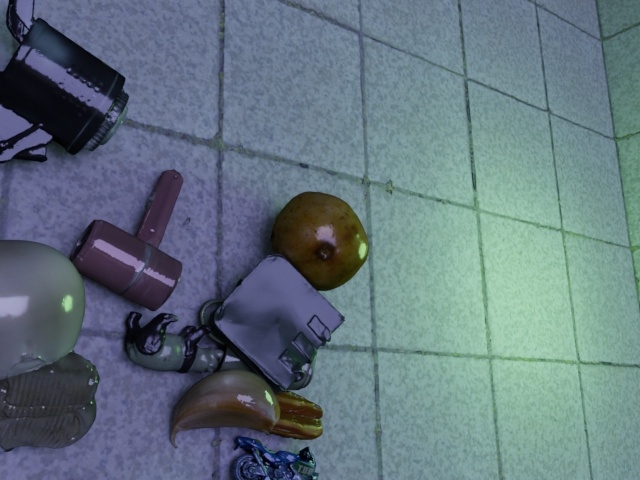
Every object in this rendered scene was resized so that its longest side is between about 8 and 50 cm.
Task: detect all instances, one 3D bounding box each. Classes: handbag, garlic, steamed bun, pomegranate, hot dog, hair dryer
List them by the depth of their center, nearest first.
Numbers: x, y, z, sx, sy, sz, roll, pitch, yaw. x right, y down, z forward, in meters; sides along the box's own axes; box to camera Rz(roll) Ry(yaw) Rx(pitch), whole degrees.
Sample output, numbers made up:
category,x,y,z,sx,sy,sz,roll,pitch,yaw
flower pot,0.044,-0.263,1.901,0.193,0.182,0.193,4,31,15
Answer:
category,x,y,z,sx,sy,sz,roll,pitch,yaw
steamed bun,-0.579,0.106,1.201,0.324,0.324,0.207,-15,108,-40
steamed bun,-0.537,0.283,1.304,0.217,0.144,0.211,7,115,-38
garlic,-0.212,0.368,1.519,0.244,0.145,0.164,-5,98,-6
hair dryer,-0.399,-0.038,1.540,0.210,0.125,0.353,32,50,-26
handbag,-0.100,0.192,1.619,0.260,0.079,0.247,45,62,-2
hot dog,-0.106,0.411,1.654,0.268,0.072,0.115,24,64,-29
handbag,-0.157,0.231,1.681,0.315,0.109,0.241,20,64,-18
pomegranate,0.000,0.000,1.751,0.260,0.260,0.261,12,70,-36

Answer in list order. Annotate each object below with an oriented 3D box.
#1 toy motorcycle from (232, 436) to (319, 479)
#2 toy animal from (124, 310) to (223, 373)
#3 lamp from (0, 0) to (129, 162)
category,x,y,z,sx,sy,sz,roll,pitch,yaw
toy motorcycle,-0.092,0.537,1.622,0.254,0.092,0.136,24,54,-21
toy animal,-0.321,0.234,1.521,0.225,0.093,0.121,21,67,-34
lamp,-0.537,-0.322,1.432,0.272,0.205,0.374,12,87,-30
